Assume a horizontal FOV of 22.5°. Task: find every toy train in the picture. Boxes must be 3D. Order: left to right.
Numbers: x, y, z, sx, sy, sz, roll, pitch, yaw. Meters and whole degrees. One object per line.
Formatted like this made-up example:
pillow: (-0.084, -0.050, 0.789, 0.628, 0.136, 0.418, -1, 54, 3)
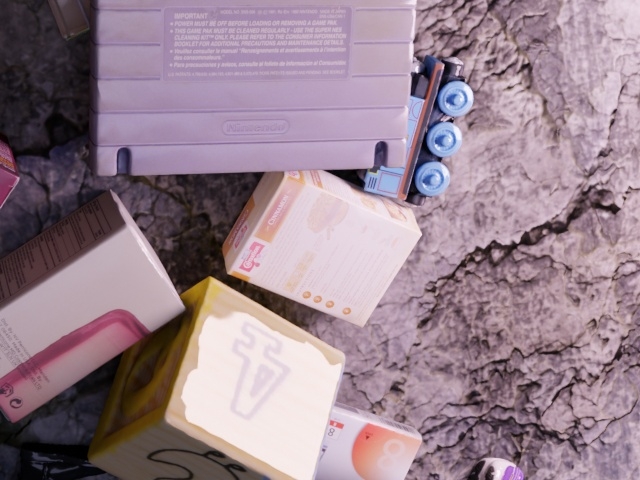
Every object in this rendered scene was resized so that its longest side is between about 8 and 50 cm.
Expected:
toy train: (0.109, -0.131, 1.880, 0.105, 0.080, 0.184, 12, 104, -13)

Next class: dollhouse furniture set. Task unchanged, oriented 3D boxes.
dollhouse furniture set: (-0.240, -0.221, 1.782, 0.076, 0.058, 0.151, -22, 93, 0)

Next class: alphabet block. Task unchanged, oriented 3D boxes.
alphabet block: (-0.117, 0.188, 1.825, 0.197, 0.192, 0.193, 31, 53, -21)

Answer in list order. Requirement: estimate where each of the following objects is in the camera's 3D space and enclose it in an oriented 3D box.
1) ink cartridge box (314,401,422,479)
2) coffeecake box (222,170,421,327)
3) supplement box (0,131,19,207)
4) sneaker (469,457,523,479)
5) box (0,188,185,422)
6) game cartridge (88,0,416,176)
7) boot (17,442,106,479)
ink cartridge box: (0.025, 0.298, 2.014, 0.145, 0.045, 0.179, 20, 99, -20)
coffeecake box: (0.000, 0.000, 1.883, 0.185, 0.068, 0.142, 23, 113, -21)
supplement box: (-0.384, -0.066, 1.702, 0.081, 0.188, 0.104, 30, 98, -21)
sneaker: (0.217, 0.365, 2.078, 0.071, 0.068, 0.170, 17, 102, -26)
box: (-0.288, 0.070, 1.795, 0.232, 0.148, 0.127, -33, 113, -3)
game cartridge: (-0.074, -0.188, 1.752, 0.355, 0.068, 0.230, -2, 106, -15)
boot: (-0.310, 0.295, 1.919, 0.121, 0.045, 0.099, 7, 103, -10)
